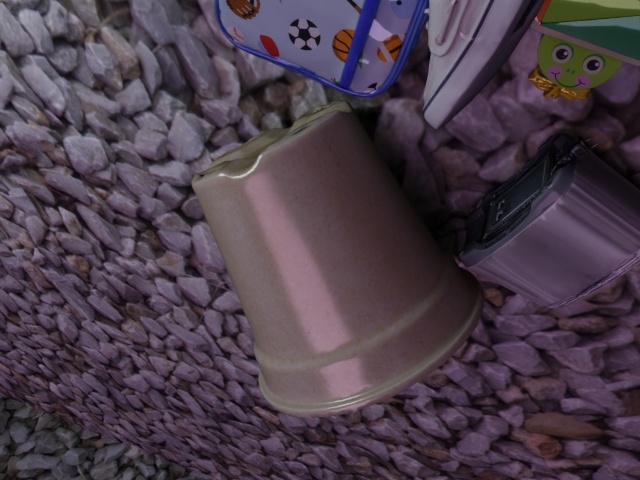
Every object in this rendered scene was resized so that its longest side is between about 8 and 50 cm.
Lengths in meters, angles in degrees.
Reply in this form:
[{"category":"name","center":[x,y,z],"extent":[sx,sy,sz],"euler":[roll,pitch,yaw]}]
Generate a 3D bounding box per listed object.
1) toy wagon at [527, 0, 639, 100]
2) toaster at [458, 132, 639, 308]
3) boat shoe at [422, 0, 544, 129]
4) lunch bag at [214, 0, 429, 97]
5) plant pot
[{"category":"toy wagon","center":[0.284,-0.258,0.505],"extent":[0.267,0.068,0.344],"euler":[23,138,8]},{"category":"toaster","center":[0.286,-0.020,0.694],"extent":[0.146,0.129,0.227],"euler":[32,136,-8]},{"category":"boat shoe","center":[0.140,-0.211,0.533],"extent":[0.088,0.096,0.267],"euler":[43,158,12]},{"category":"lunch bag","center":[0.026,-0.305,0.575],"extent":[0.243,0.115,0.303],"euler":[25,139,2]},{"category":"plant pot","center":[0.000,0.000,0.764],"extent":[0.334,0.334,0.305],"euler":[-14,111,38]}]
